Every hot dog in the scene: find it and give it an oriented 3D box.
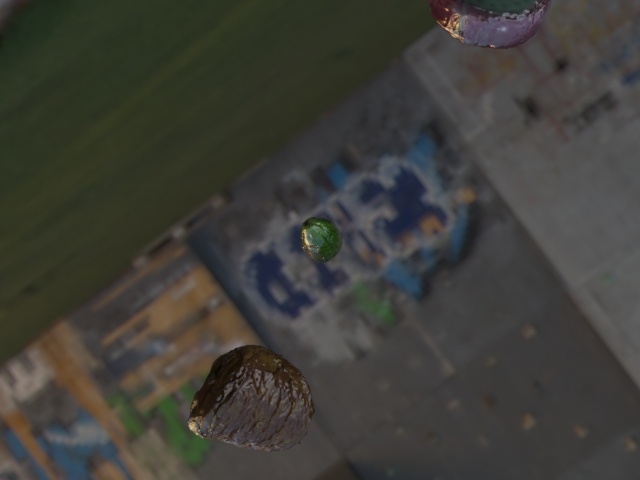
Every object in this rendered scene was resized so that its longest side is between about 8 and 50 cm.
[{"bbox_3d":[-0.039,0.087,0.970,0.083,0.035,0.058,24,99,-51],"label":"hot dog"}]

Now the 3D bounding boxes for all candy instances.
[{"bbox_3d":[0.138,-0.202,1.468,0.103,0.103,0.043,-37,155,-36],"label":"candy"}]

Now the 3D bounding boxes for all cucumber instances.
[{"bbox_3d":[0.000,0.000,1.557,0.039,0.039,0.168,-37,176,-1],"label":"cucumber"}]
